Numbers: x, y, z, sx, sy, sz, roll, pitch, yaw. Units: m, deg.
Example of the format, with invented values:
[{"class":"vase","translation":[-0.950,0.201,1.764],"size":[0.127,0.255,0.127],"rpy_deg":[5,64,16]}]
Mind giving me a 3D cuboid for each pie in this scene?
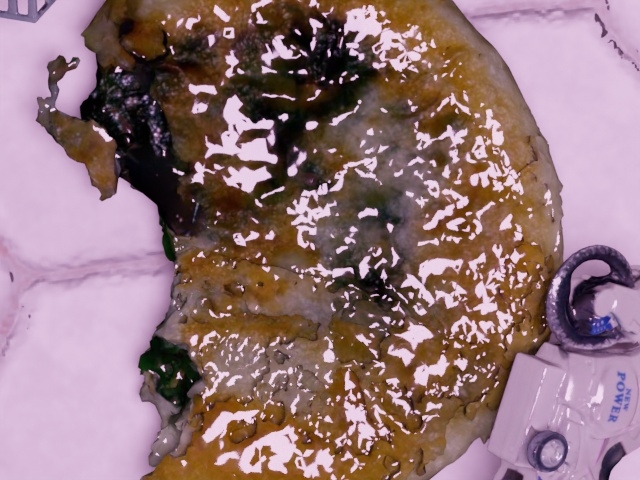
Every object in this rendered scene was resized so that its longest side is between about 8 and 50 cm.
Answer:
[{"class":"pie","translation":[0.000,0.000,1.159],"size":[0.297,0.078,0.371],"rpy_deg":[-13,94,-2]}]

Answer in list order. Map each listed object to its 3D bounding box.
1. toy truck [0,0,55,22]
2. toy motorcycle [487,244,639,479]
[{"class":"toy truck","translation":[-0.151,-0.186,1.104],"size":[0.178,0.080,0.115],"rpy_deg":[9,123,12]},{"class":"toy motorcycle","translation":[0.167,0.117,1.144],"size":[0.150,0.102,0.221],"rpy_deg":[15,95,-34]}]
